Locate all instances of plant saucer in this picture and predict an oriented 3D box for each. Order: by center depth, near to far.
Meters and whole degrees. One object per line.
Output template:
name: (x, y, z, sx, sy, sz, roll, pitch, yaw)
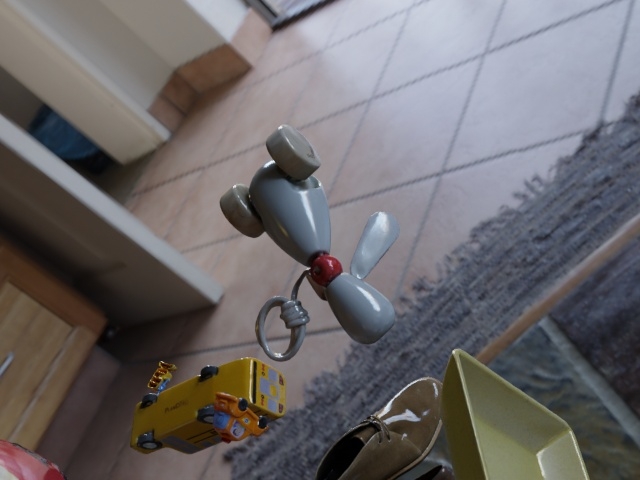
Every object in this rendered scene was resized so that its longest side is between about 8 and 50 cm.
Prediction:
plant saucer: (0.291, 0.363, 1.296, 0.081, 0.333, 0.332, -35, 39, 26)

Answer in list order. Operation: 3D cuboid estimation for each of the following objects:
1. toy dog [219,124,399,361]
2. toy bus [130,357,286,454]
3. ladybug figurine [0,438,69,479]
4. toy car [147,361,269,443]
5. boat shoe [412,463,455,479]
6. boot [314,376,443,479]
toy dog: (0.000, 0.000, 1.295, 0.220, 0.161, 0.333, -23, 78, 29)
toy bus: (-0.234, 0.344, 1.814, 0.333, 0.130, 0.108, -28, 46, 31)
ladybug figurine: (-0.292, 0.305, 0.816, 0.162, 0.305, 0.449, -22, -14, -12)
toy car: (-0.111, 0.163, 0.866, 0.122, 0.060, 0.040, 16, 60, 32)
boat shoe: (0.127, 0.451, 1.535, 0.258, 0.095, 0.095, -30, 8, 19)
boot: (0.105, 0.330, 1.498, 0.112, 0.115, 0.305, 29, 62, 35)
